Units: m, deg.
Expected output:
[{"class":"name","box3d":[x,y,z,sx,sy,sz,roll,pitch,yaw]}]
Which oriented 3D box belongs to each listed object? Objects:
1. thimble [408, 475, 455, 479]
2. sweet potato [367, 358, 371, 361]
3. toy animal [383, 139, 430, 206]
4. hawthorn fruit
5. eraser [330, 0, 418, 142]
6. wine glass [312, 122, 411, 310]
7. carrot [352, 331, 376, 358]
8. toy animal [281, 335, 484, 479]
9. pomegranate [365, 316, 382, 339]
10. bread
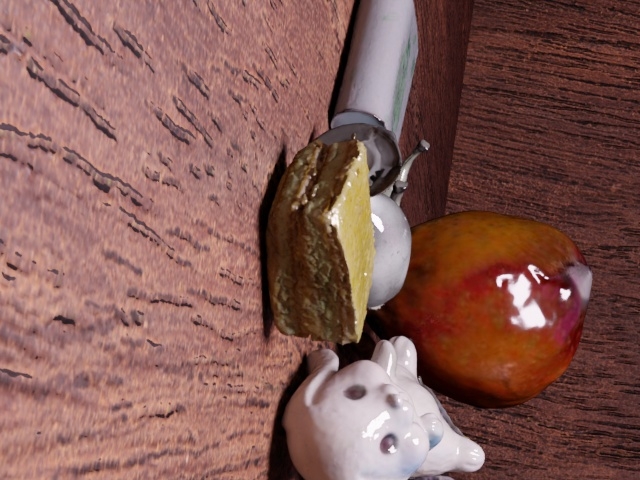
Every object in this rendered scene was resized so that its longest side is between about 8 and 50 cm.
[{"class":"thimble","box3d":[0.095,0.418,1.816,0.217,0.245,0.157,-31,132,-50]},{"class":"sweet potato","box3d":[0.045,0.265,1.809,0.359,0.112,0.112,-75,168,-51]},{"class":"toy animal","box3d":[0.074,-0.042,1.803,0.170,0.090,0.255,119,-5,-59]},{"class":"hawthorn fruit","box3d":[0.232,0.090,1.895,0.308,0.325,0.308,-54,-170,14]},{"class":"eraser","box3d":[0.073,-0.205,1.703,0.174,0.081,0.227,82,19,-57]},{"class":"wine glass","box3d":[0.048,-0.023,1.557,0.241,0.126,0.126,80,19,-52]},{"class":"carrot","box3d":[0.067,0.165,2.101,0.165,0.036,0.035,58,40,-72]},{"class":"toy animal","box3d":[0.057,0.228,1.595,0.289,0.174,0.249,34,20,-47]},{"class":"pomegranate","box3d":[0.171,0.113,2.108,0.214,0.214,0.248,79,-6,-62]},{"class":"bread","box3d":[0.000,0.000,1.350,0.138,0.102,0.196,-77,166,-47]}]
